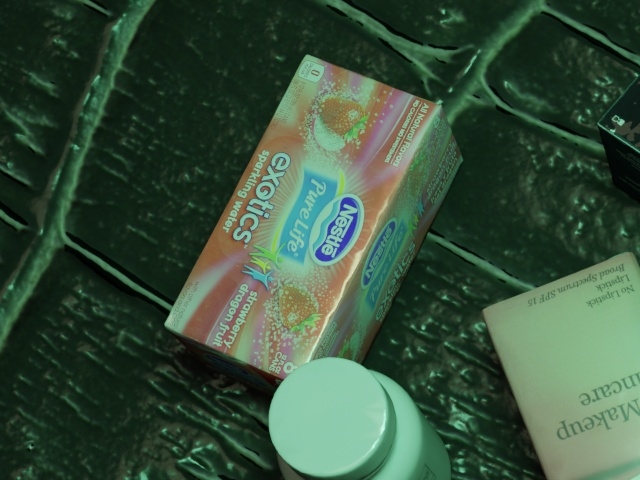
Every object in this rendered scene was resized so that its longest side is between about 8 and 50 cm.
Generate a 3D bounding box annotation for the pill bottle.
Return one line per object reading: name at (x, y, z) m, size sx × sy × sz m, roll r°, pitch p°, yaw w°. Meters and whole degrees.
pill bottle at (0.032, 0.183, 1.507) m, size 0.131 × 0.229 × 0.131 m, roll -5°, pitch 68°, yaw 13°

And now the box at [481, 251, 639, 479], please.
box at (0.255, 0.152, 1.517) m, size 0.148 × 0.127 × 0.232 m, roll -22°, pitch 66°, yaw 5°

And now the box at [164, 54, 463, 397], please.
box at (0.000, 0.000, 1.632) m, size 0.154 × 0.142 × 0.300 m, roll 23°, pitch 77°, yaw 20°

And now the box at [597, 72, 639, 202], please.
box at (0.346, -0.069, 1.559) m, size 0.156 × 0.158 × 0.093 m, roll 38°, pitch 83°, yaw 23°
